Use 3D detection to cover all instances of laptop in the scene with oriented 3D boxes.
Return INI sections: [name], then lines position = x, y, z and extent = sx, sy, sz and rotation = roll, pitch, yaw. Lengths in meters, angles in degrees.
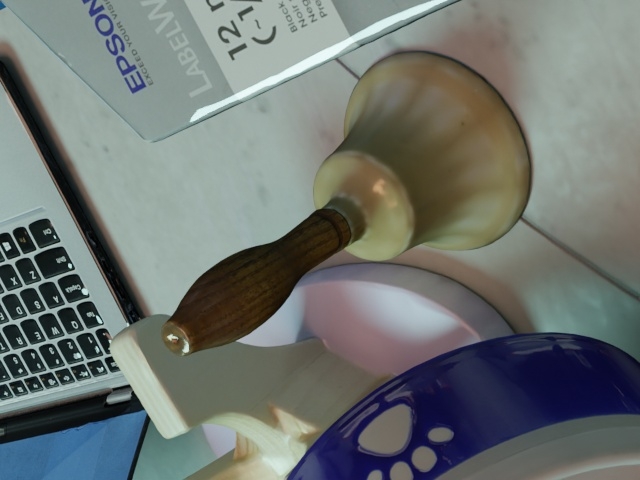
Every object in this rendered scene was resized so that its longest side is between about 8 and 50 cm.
[laptop]
position = -0.325, 0.136, 1.288
extent = 0.382, 0.236, 0.408
rotation = -16, 104, 43

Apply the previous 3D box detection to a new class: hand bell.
[hand bell]
position = 0.000, 0.000, 0.933
extent = 0.126, 0.242, 0.126
rotation = 20, 126, 29

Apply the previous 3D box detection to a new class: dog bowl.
[dog bowl]
position = 0.101, 0.182, 0.940
extent = 0.104, 0.265, 0.265
rotation = -125, 32, -47

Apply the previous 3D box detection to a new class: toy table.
[toy table]
position = -0.013, 0.133, 1.085
extent = 0.252, 0.161, 0.274
rotation = 51, 135, 2

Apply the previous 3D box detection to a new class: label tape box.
[label tape box]
position = 0.009, -0.152, 0.827
extent = 0.348, 0.249, 0.115
rotation = -22, 100, 45
